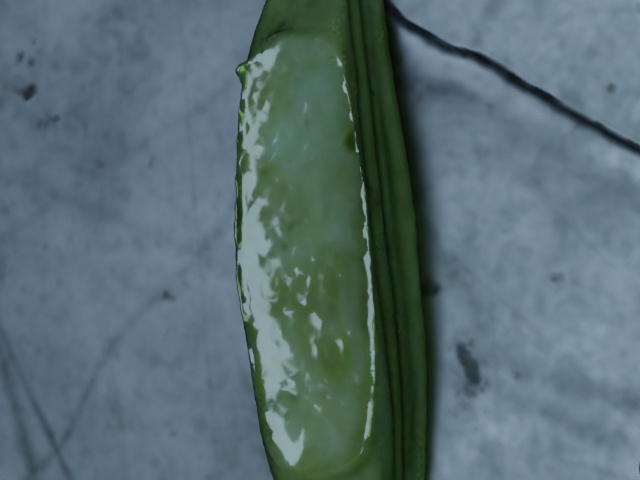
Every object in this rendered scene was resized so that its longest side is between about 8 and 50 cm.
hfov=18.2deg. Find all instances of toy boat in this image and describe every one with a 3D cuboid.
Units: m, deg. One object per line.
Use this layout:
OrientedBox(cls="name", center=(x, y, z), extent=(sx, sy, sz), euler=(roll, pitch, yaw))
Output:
OrientedBox(cls="toy boat", center=(0.000, 0.000, 0.932), extent=(0.093, 0.055, 0.293), euler=(-4, 90, 26))
